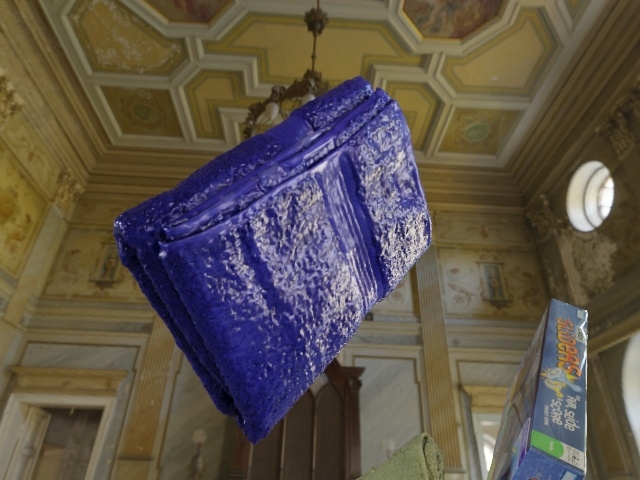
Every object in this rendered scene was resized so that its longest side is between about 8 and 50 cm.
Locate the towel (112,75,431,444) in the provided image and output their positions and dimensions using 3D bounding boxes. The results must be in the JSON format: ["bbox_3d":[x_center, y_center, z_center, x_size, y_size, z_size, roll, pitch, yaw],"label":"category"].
[{"bbox_3d":[0.000,0.000,0.408,0.076,0.308,0.227,1,-56,46],"label":"towel"}]

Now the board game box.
[{"bbox_3d":[0.185,0.156,0.379,0.035,0.201,0.136,21,-58,22],"label":"board game box"}]

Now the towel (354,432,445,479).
[{"bbox_3d":[0.047,0.213,0.288,0.027,0.148,0.110,34,-62,-11],"label":"towel"}]
